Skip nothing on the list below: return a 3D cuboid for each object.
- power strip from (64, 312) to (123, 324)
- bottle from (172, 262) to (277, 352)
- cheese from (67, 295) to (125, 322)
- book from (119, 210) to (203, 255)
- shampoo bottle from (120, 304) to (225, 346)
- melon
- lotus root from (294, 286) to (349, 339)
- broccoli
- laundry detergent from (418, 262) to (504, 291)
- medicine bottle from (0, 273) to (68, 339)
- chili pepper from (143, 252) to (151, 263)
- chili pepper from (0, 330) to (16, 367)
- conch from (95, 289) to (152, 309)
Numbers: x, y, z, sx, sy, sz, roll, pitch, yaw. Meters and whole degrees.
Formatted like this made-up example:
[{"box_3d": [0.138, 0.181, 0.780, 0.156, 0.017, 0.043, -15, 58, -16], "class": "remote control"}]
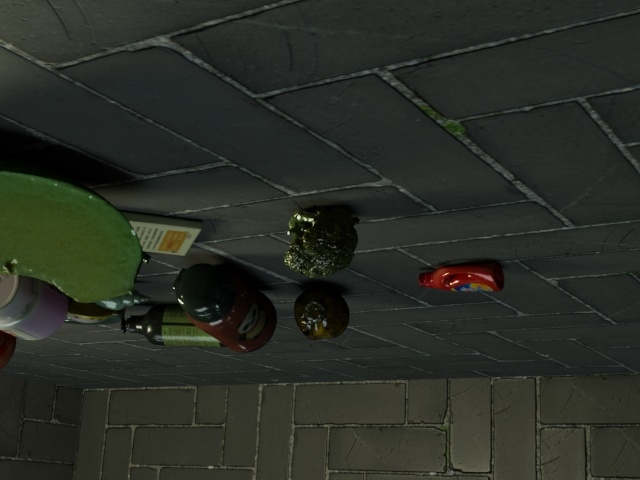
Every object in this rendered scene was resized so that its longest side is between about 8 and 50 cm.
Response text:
[{"box_3d": [-0.561, 0.166, 2.344, 0.167, 0.054, 0.253, 9, 164, -30], "class": "power strip"}, {"box_3d": [-0.203, 0.137, 2.006, 0.143, 0.144, 0.336, -1, 164, 15], "class": "bottle"}, {"box_3d": [-0.566, 0.133, 2.172, 0.250, 0.064, 0.156, 15, -167, 0], "class": "cheese"}, {"box_3d": [-0.369, -0.017, 1.702, 0.295, 0.020, 0.208, 7, 164, -15], "class": "book"}, {"box_3d": [-0.354, 0.209, 2.371, 0.283, 0.101, 0.101, 1, 165, 7], "class": "shampoo bottle"}, {"box_3d": [-0.445, -0.008, 1.416, 0.343, 0.226, 0.331, -2, 159, -39], "class": "melon"}, {"box_3d": [0.004, 0.160, 2.115, 0.120, 0.120, 0.209, 0, 165, 10], "class": "lotus root"}, {"box_3d": [0.000, 0.000, 1.544, 0.120, 0.131, 0.130, 38, -165, 26], "class": "broccoli"}, {"box_3d": [0.266, 0.072, 1.861, 0.165, 0.049, 0.097, -4, 156, 27], "class": "laundry detergent"}, {"box_3d": [-0.630, 0.114, 1.985, 0.151, 0.152, 0.254, 1, 163, 7], "class": "medicine bottle"}, {"box_3d": [-0.385, 0.039, 1.885, 0.117, 0.035, 0.055, 5, -178, 6], "class": "chili pepper"}, {"box_3d": [-0.819, 0.192, 2.156, 0.251, 0.229, 0.305, 40, 162, 0], "class": "chili pepper"}, {"box_3d": [-0.460, 0.110, 2.132, 0.180, 0.088, 0.065, 12, 120, -10], "class": "conch"}]
